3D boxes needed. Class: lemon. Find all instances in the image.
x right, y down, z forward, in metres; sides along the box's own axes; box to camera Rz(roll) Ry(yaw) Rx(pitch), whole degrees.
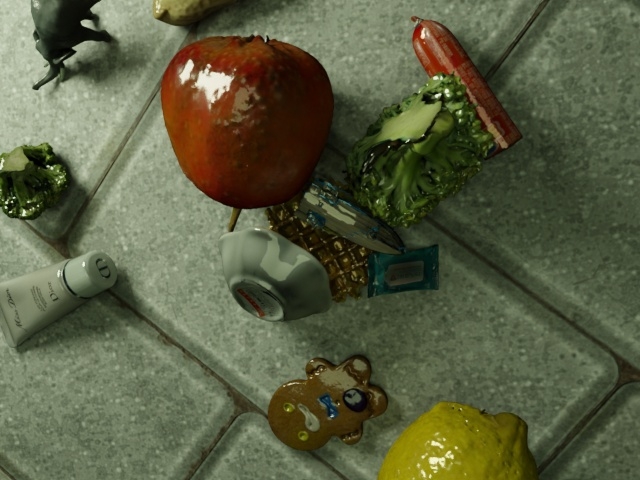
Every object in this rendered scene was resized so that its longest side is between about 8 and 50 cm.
[{"bbox_3d":[0.224,0.408,0.832,0.245,0.245,0.319,34,97,6],"label":"lemon"}]

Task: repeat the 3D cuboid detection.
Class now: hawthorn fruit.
[{"bbox_3d":[-0.126,-0.165,0.836,0.287,0.287,0.330,13,110,9],"label":"hawthorn fruit"}]

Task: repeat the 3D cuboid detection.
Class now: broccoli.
[{"bbox_3d":[0.172,-0.125,0.800,0.180,0.273,0.242,41,85,-19],"label":"broccoli"},{"bbox_3d":[-0.571,-0.122,0.991,0.146,0.138,0.162,33,63,1],"label":"broccoli"}]

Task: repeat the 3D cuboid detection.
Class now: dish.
[{"bbox_3d":[-0.093,0.081,0.876,0.230,0.081,0.229,18,142,15],"label":"dish"}]

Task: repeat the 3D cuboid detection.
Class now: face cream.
[{"bbox_3d":[-0.552,0.109,1.036,0.315,0.089,0.143,-23,90,22],"label":"face cream"}]

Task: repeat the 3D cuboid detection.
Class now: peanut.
[{"bbox_3d":[-0.205,-0.446,0.905,0.214,0.099,0.099,-24,90,16],"label":"peanut"}]

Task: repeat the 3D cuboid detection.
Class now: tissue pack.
[{"bbox_3d":[0.147,0.054,0.905,0.138,0.028,0.085,-4,103,-12],"label":"tissue pack"}]

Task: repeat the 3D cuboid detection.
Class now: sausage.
[{"bbox_3d":[0.233,-0.264,0.852,0.074,0.074,0.274,-33,88,12],"label":"sausage"}]

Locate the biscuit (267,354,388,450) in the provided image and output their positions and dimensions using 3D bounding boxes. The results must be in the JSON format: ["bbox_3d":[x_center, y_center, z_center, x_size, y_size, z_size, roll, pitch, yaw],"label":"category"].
[{"bbox_3d":[0.008,0.314,0.968,0.236,0.039,0.179,-30,90,13],"label":"biscuit"}]

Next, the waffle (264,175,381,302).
[{"bbox_3d":[0.000,0.000,0.932,0.229,0.051,0.231,20,99,8],"label":"waffle"}]

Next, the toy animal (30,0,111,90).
[{"bbox_3d":[-0.468,-0.388,0.947,0.082,0.137,0.269,50,141,0],"label":"toy animal"}]

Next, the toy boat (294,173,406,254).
[{"bbox_3d":[0.054,-0.030,0.863,0.210,0.066,0.084,30,100,-1],"label":"toy boat"}]
